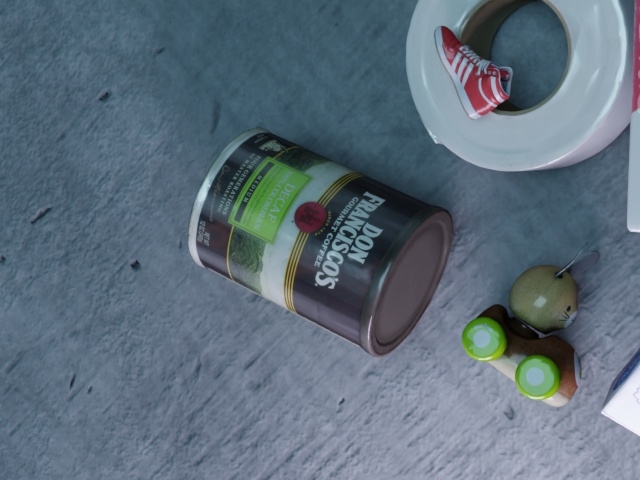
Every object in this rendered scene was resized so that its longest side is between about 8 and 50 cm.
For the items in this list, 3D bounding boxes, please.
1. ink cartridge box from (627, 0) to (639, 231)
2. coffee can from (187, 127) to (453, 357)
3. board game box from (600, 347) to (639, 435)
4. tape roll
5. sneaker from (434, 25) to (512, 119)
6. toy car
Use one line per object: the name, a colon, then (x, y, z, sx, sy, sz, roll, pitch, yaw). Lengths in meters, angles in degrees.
ink cartridge box: (0.538, -0.139, 1.380, 0.384, 0.160, 0.279, 3, 93, 25)
coffee can: (0.000, 0.000, 1.639, 0.275, 0.201, 0.201, 25, 102, 23)
board game box: (0.517, 0.153, 1.372, 0.318, 0.066, 0.318, 32, 129, 5)
tape roll: (0.247, -0.223, 1.554, 0.286, 0.100, 0.286, 3, 95, 31)
sneaker: (0.182, -0.208, 1.512, 0.067, 0.042, 0.118, -26, 87, 34)
toy car: (0.278, 0.089, 1.549, 0.149, 0.155, 0.188, 36, 94, 20)
